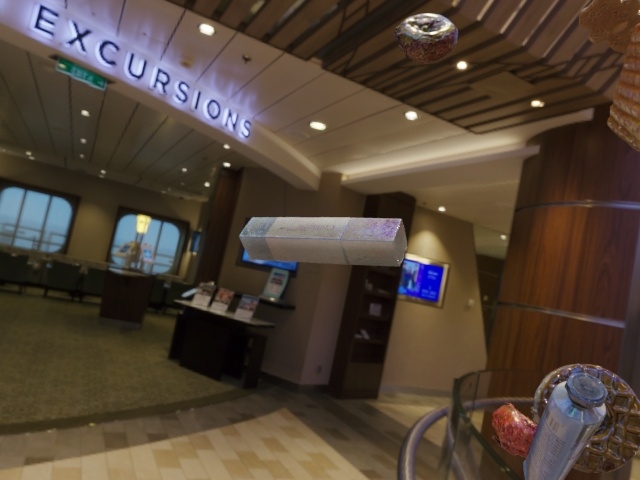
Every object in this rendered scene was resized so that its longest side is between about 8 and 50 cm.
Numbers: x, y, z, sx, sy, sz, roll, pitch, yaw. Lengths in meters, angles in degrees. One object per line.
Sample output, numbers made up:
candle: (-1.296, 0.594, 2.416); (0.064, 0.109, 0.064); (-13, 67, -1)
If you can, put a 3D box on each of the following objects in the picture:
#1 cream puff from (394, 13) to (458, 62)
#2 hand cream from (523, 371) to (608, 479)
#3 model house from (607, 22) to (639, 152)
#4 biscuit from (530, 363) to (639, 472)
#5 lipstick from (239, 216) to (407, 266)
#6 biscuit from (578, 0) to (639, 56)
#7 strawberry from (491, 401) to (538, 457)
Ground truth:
cream puff: (0.247, -0.473, 1.151); (0.149, 0.149, 0.084); (11, -41, 12)
hand cream: (0.306, 0.269, 0.638); (0.058, 0.091, 0.271); (5, -51, 8)
model house: (0.425, -0.169, 0.471); (0.237, 0.237, 0.202); (33, 27, 1)
biscuit: (0.819, 0.542, 1.495); (0.332, 0.332, 0.103); (12, -13, 2)
lipstick: (0.000, 0.000, 0.926); (0.317, 0.066, 0.068); (2, -49, 26)
biscuit: (0.698, -0.507, 1.131); (0.184, 0.027, 0.133); (24, -28, 5)
strawberry: (0.396, 0.375, 0.901); (0.188, 0.082, 0.121); (36, -5, -25)
